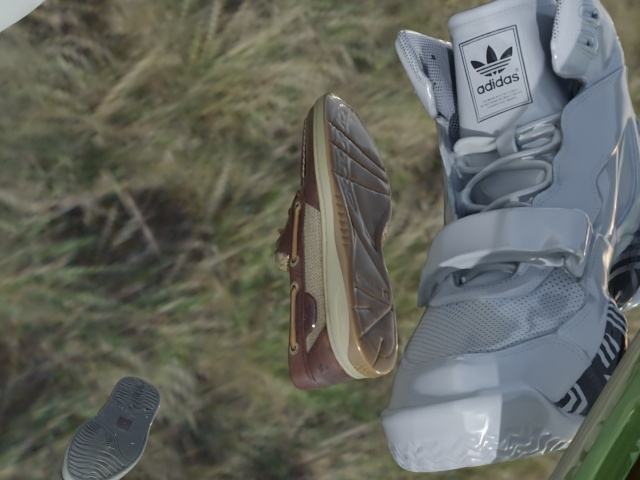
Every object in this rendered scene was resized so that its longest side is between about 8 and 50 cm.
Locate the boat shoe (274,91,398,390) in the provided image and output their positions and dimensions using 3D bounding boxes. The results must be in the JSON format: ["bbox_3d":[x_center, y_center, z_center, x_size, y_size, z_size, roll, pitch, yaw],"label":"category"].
[{"bbox_3d":[0.000,0.000,1.618,0.123,0.123,0.342,32,44,-48],"label":"boat shoe"}]

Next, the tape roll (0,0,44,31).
[{"bbox_3d":[-0.259,-0.253,0.888,0.286,0.100,0.286,3,79,-13],"label":"tape roll"}]

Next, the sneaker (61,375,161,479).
[{"bbox_3d":[-0.263,0.269,1.861,0.083,0.118,0.222,28,28,3],"label":"sneaker"}]

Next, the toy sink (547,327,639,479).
[{"bbox_3d":[0.195,0.080,0.640,0.131,0.234,0.153,32,-1,-5],"label":"toy sink"}]

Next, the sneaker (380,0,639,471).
[{"bbox_3d":[0.103,-0.023,0.875,0.366,0.137,0.210,-41,114,-59],"label":"sneaker"}]
